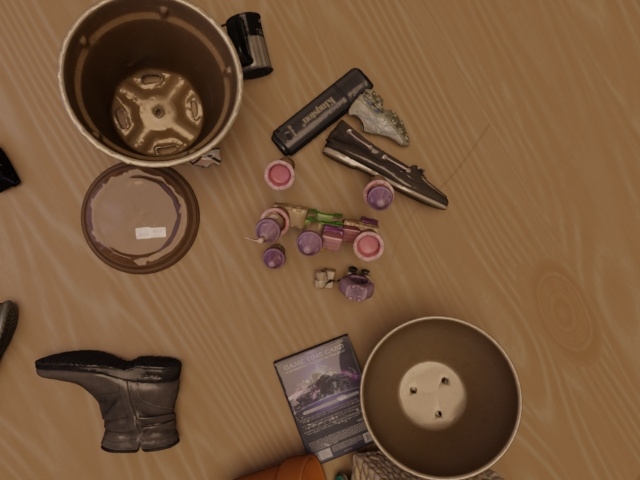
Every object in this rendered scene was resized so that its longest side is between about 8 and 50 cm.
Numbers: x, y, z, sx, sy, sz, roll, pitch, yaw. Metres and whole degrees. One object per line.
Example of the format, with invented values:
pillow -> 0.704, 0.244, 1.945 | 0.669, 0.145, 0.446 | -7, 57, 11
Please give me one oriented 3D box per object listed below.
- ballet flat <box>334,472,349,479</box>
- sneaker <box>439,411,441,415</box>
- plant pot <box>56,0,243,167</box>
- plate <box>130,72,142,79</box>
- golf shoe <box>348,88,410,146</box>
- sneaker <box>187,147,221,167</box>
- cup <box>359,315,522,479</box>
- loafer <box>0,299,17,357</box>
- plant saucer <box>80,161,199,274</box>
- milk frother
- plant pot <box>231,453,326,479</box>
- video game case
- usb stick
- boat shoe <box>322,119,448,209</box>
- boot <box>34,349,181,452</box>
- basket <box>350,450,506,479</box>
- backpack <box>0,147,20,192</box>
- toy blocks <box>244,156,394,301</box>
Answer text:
ballet flat -> 0.073, 0.664, 1.363 | 0.068, 0.072, 0.213 | -2, 91, -32
sneaker -> 0.359, 0.427, 1.385 | 0.170, 0.051, 0.089 | -36, 96, -1
plant pot -> -0.347, -0.302, 1.187 | 0.334, 0.305, 0.333 | 0, 90, -14
plate -> -0.479, -0.469, 1.331 | 0.188, 0.024, 0.188 | 0, 90, -4
golf shoe -> 0.144, -0.285, 1.367 | 0.086, 0.069, 0.176 | -36, 111, 29
sneaker -> -0.290, -0.191, 1.339 | 0.109, 0.040, 0.043 | -10, 107, 2
cup -> 0.259, 0.348, 1.265 | 0.332, 0.237, 0.330 | -2, 75, 6
loafer -> -0.773, 0.248, 1.270 | 0.088, 0.094, 0.251 | 22, 88, -9
plant saucer -> -0.429, -0.057, 1.327 | 0.278, 0.041, 0.277 | 0, 90, -6
milk frother -> -0.204, -0.452, 1.328 | 0.143, 0.129, 0.134 | -13, 91, 38
plant pot -> -0.105, 0.637, 1.250 | 0.204, 0.291, 0.290 | -9, 91, 12
video game case -> 0.023, 0.391, 1.371 | 0.196, 0.026, 0.274 | -20, 91, -4
usb stick -> 0.005, -0.312, 1.360 | 0.278, 0.045, 0.077 | -39, 94, -3
boat shoe -> 0.169, -0.180, 1.341 | 0.335, 0.112, 0.095 | 26, 92, -1
boot -> -0.492, 0.379, 1.289 | 0.339, 0.118, 0.222 | 6, 95, 0
basket -> 0.236, 0.650, 1.212 | 0.267, 0.328, 0.330 | 5, 89, -20
backpack -> -0.758, -0.169, 1.267 | 0.084, 0.105, 0.114 | -27, 87, -5
toy blocks -> 0.000, 0.000, 1.212 | 0.289, 0.260, 0.308 | 11, 108, 0
